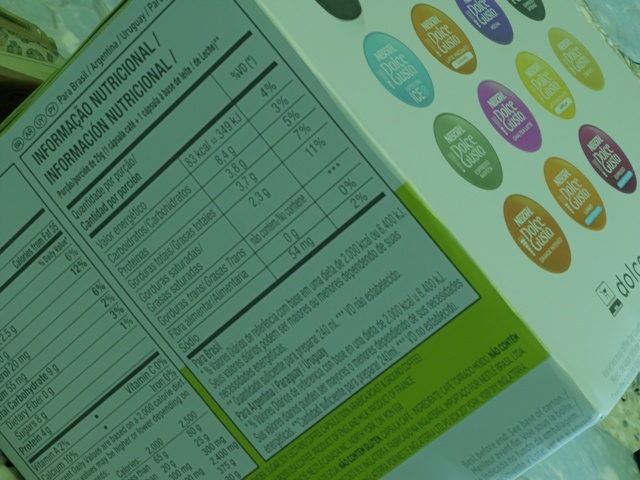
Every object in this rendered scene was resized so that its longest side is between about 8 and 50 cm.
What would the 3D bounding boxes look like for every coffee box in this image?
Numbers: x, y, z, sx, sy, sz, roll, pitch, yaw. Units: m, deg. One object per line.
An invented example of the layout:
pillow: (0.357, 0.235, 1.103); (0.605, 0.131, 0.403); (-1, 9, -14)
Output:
coffee box: (0.000, 0.000, 1.120); (0.334, 0.338, 0.337); (50, 32, 1)

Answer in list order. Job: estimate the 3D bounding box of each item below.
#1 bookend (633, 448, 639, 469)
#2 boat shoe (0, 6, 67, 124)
bookend: (0.375, 0.248, 1.584); (0.156, 0.072, 0.157); (15, 45, -44)
boat shoe: (-0.271, -0.129, 1.153); (0.285, 0.104, 0.089); (25, 34, -51)
